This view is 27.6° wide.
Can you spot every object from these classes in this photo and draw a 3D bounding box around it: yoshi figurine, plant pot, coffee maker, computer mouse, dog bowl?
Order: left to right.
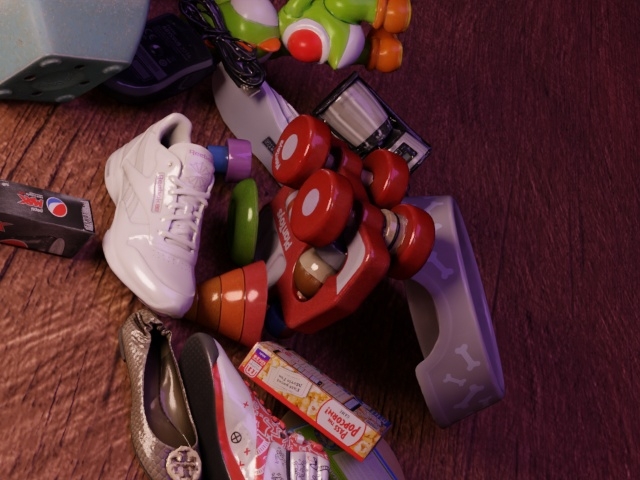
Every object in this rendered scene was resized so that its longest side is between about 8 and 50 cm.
[{"bbox_3d":[-0.365,-0.320,1.694,0.248,0.247,0.252,-3,74,-50],"label":"plant pot"},{"bbox_3d":[-0.228,-0.256,1.903,0.272,0.072,0.188,-23,71,-40],"label":"computer mouse"},{"bbox_3d":[-0.051,-0.363,2.094,0.362,0.203,0.203,-1,90,-12],"label":"yoshi figurine"},{"bbox_3d":[0.082,-0.172,2.051,0.178,0.120,0.171,46,20,-6],"label":"coffee maker"},{"bbox_3d":[0.183,0.092,1.896,0.349,0.102,0.348,-15,90,-81],"label":"dog bowl"}]

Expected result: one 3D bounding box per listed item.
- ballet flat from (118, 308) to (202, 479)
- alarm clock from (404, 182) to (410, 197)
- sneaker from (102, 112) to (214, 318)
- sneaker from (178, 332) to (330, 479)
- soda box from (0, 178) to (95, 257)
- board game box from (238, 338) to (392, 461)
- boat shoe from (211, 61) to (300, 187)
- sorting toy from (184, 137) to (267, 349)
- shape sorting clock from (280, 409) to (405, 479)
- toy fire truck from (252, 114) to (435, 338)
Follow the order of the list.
[{"bbox_3d":[-0.187,0.190,1.562,0.084,0.058,0.249,14,48,-41],"label":"ballet flat"},{"bbox_3d":[0.092,-0.082,2.145,0.192,0.064,0.129,-17,72,-51],"label":"alarm clock"},{"bbox_3d":[-0.201,-0.041,1.669,0.114,0.152,0.305,26,36,-40],"label":"sneaker"},{"bbox_3d":[-0.078,0.239,1.600,0.145,0.090,0.270,-2,64,-38],"label":"sneaker"},{"bbox_3d":[-0.359,-0.030,1.572,0.169,0.060,0.053,15,46,-40],"label":"soda box"},{"bbox_3d":[-0.003,0.201,1.676,0.193,0.045,0.147,36,3,9],"label":"board game box"},{"bbox_3d":[-0.073,-0.175,2.032,0.258,0.095,0.084,58,29,-8],"label":"boat shoe"},{"bbox_3d":[-0.151,-0.008,1.789,0.126,0.127,0.365,3,47,-12],"label":"sorting toy"},{"bbox_3d":[0.027,0.302,1.719,0.206,0.040,0.206,29,33,-21],"label":"shape sorting clock"},{"bbox_3d":[0.000,0.000,1.747,0.169,0.254,0.302,21,31,-29],"label":"toy fire truck"}]
